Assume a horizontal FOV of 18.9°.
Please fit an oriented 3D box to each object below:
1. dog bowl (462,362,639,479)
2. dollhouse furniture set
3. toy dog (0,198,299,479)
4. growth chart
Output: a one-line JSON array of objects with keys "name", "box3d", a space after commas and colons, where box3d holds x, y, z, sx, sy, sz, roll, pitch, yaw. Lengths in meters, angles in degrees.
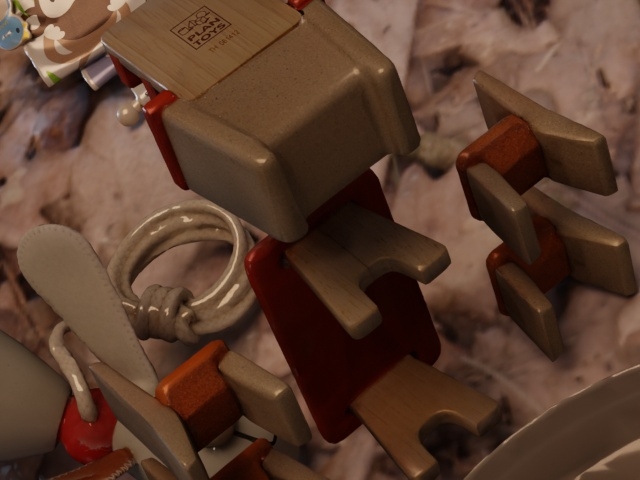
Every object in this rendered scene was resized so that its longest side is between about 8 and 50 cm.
[{"name": "dog bowl", "box3d": [0.184, 0.207, 0.783, 0.349, 0.102, 0.348, -18, 45, 19]}, {"name": "dollhouse furniture set", "box3d": [0.000, 0.000, 0.934, 0.262, 0.259, 0.135, -38, 46, -17]}, {"name": "toy dog", "box3d": [-0.190, 0.067, 1.046, 0.334, 0.161, 0.220, -10, 64, 6]}, {"name": "growth chart", "box3d": [-0.157, -0.186, 1.272, 0.237, 0.021, 0.172, 43, 94, 16]}]
